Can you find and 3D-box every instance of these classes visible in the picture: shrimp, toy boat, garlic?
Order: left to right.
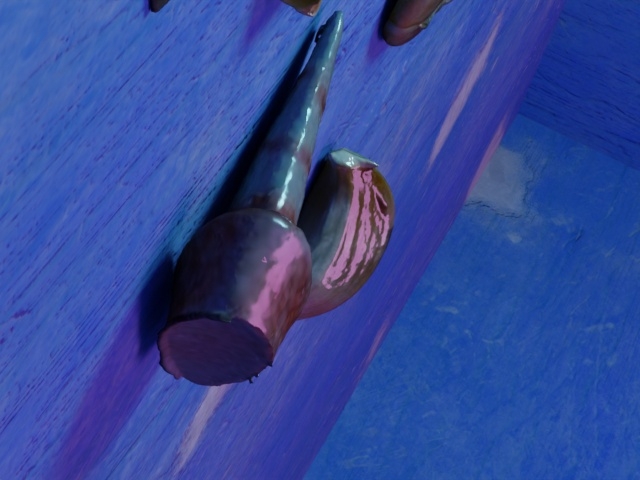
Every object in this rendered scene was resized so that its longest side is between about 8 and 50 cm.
[{"bbox_3d":[-0.039,-0.036,1.232,0.206,0.096,0.282,115,-8,-66],"label":"toy boat"},{"bbox_3d":[-0.002,0.009,1.606,0.198,0.090,0.128,-58,157,1],"label":"garlic"},{"bbox_3d":[0.145,-0.286,1.601,0.289,0.075,0.178,-61,180,-26],"label":"shrimp"}]

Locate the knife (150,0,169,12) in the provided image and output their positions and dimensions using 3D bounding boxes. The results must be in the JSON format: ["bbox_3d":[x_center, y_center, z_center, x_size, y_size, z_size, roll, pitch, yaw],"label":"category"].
[{"bbox_3d":[-0.007,-0.215,0.862,0.245,0.019,0.072,-49,168,-21],"label":"knife"}]

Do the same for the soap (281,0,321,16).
[{"bbox_3d":[0.028,-0.257,1.022,0.092,0.037,0.252,-54,169,-45],"label":"soap"}]
